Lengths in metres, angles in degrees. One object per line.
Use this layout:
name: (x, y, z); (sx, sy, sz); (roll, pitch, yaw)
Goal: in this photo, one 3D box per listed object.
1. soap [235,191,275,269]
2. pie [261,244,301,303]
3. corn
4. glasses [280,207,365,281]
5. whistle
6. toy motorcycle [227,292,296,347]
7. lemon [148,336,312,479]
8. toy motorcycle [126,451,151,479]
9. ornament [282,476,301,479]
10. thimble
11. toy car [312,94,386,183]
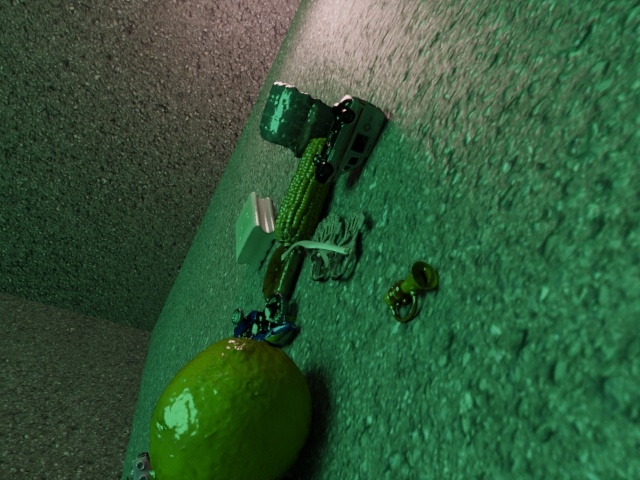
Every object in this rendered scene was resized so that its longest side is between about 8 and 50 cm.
soap: (-0.226, -0.039, 1.628); (0.160, 0.087, 0.265); (-61, 23, 22)
pie: (-0.107, 0.087, 1.282); (0.195, 0.046, 0.195); (-53, 26, 39)
corn: (-0.035, -0.116, 1.213); (0.115, 0.115, 0.318); (-20, 47, 63)
glasses: (0.008, -0.003, 1.027); (0.255, 0.095, 0.162); (-8, 55, 64)
whistle: (0.136, 0.083, 0.725); (0.046, 0.057, 0.109); (-29, -18, -37)
toy motorcycle: (-0.165, 0.261, 1.185); (0.315, 0.113, 0.169); (-45, 41, 31)
lemon: (-0.159, 0.325, 0.856); (0.322, 0.268, 0.268); (-50, 10, -31)
toy motorcycle: (-0.470, 0.766, 1.329); (0.188, 0.143, 0.327); (128, 128, -66)
ornament: (-0.049, 0.438, 0.780); (0.081, 0.088, 0.203); (-48, 10, 0)
thimble: (-0.066, -0.333, 1.350); (0.236, 0.205, 0.172); (-125, 56, -70)
toy car: (0.062, -0.219, 1.082); (0.210, 0.108, 0.089); (-66, 23, 19)
